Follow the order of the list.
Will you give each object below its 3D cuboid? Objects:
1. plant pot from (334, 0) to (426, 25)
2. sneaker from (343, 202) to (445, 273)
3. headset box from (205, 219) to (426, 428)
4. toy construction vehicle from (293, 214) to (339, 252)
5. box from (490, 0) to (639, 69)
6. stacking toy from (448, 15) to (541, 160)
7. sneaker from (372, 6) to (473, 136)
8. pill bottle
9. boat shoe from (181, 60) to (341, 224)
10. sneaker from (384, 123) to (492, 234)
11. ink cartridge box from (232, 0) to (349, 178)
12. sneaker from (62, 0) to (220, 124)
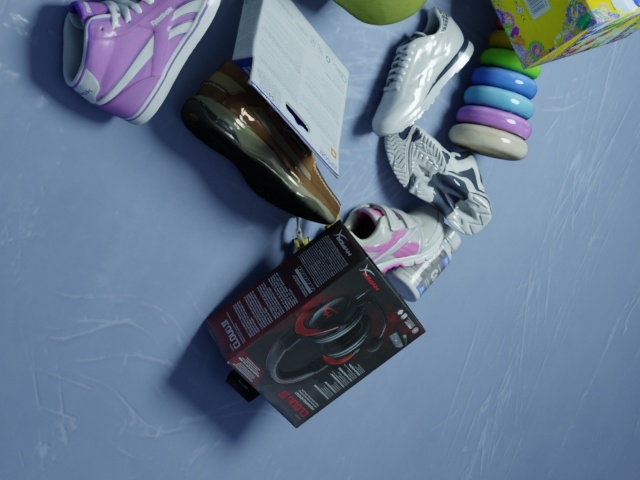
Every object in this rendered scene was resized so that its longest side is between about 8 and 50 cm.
[{"bbox_3d":[0.063,-0.446,1.667,0.275,0.275,0.293,-53,151,-14],"label":"plant pot"},{"bbox_3d":[0.109,-0.012,1.967,0.252,0.103,0.111,-28,125,-34],"label":"sneaker"},{"bbox_3d":[-0.017,0.143,1.848,0.293,0.110,0.218,-37,133,2],"label":"headset box"},{"bbox_3d":[0.000,0.000,1.880,0.035,0.086,0.098,-50,135,-77],"label":"toy construction vehicle"},{"bbox_3d":[0.412,-0.467,1.931,0.279,0.177,0.290,-22,85,-37],"label":"box"},{"bbox_3d":[0.326,-0.311,2.051,0.141,0.141,0.330,17,87,-46],"label":"stacking toy"},{"bbox_3d":[0.147,-0.269,1.926,0.095,0.090,0.235,47,69,-30],"label":"sneaker"},{"bbox_3d":[0.178,0.034,2.068,0.137,0.078,0.078,-48,133,-18],"label":"pill bottle"},{"bbox_3d":[-0.063,-0.139,1.743,0.324,0.122,0.120,44,70,-44],"label":"boat shoe"},{"bbox_3d":[0.200,-0.125,2.030,0.235,0.153,0.094,39,110,-9],"label":"sneaker"},{"bbox_3d":[-0.041,-0.226,1.686,0.223,0.045,0.224,46,36,-38],"label":"ink cartridge box"},{"bbox_3d":[-0.231,-0.302,1.532,0.161,0.102,0.282,27,87,-43],"label":"sneaker"}]
